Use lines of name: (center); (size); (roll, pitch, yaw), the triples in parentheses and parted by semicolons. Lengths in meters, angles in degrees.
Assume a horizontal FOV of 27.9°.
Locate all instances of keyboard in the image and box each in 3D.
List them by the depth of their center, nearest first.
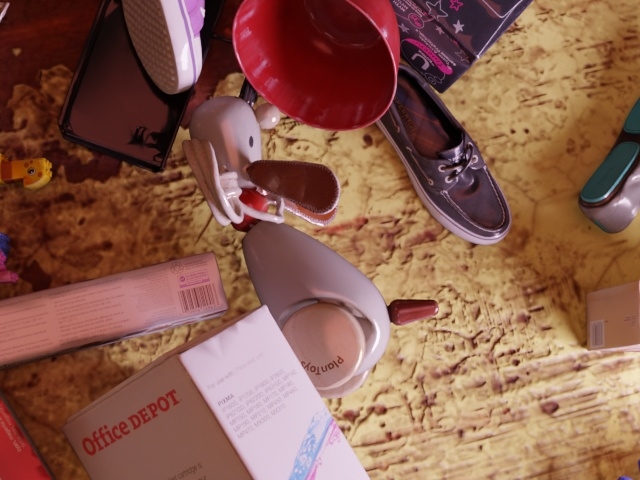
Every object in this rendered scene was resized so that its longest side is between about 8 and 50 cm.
keyboard: (-0.135, -0.223, 1.369); (0.201, 0.033, 0.317); (20, 79, -6)

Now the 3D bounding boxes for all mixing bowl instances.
mixing bowl: (0.010, -0.213, 1.319); (0.181, 0.181, 0.098); (33, 50, -4)

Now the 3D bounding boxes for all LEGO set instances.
LEGO set: (-0.319, -0.048, 1.275); (0.093, 0.087, 0.227); (-6, 82, 4)

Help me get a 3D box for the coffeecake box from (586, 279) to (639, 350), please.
coffeecake box: (0.394, 0.084, 1.358); (0.185, 0.142, 0.068); (2, 81, -10)

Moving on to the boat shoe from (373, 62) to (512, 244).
boat shoe: (0.131, -0.096, 1.373); (0.080, 0.076, 0.228); (-33, 88, -13)

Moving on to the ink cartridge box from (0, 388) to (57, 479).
ink cartridge box: (-0.350, 0.232, 1.206); (0.176, 0.128, 0.127); (-32, 88, -14)

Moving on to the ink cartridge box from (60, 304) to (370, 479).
ink cartridge box: (-0.073, 0.245, 1.196); (0.131, 0.226, 0.306); (-26, 85, -46)

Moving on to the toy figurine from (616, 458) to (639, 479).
toy figurine: (0.434, 0.282, 1.319); (0.362, 0.191, 0.217); (-4, 77, -12)

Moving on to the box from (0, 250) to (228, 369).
box: (-0.254, 0.080, 1.281); (0.324, 0.063, 0.067); (-14, 83, -12)

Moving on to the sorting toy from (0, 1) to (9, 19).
sorting toy: (-0.372, -0.225, 1.321); (0.083, 0.045, 0.075); (25, 85, -6)

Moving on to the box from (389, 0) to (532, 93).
box: (0.107, -0.310, 1.370); (0.247, 0.142, 0.163); (43, 75, -3)

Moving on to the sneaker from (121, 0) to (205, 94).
sneaker: (-0.125, -0.297, 1.318); (0.161, 0.102, 0.282); (-13, 95, -30)

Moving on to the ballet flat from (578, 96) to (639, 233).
ballet flat: (0.362, -0.099, 1.430); (0.068, 0.072, 0.213); (44, 75, -29)

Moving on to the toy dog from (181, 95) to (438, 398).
toy dog: (0.000, 0.000, 1.277); (0.161, 0.220, 0.333); (-24, 103, 0)
